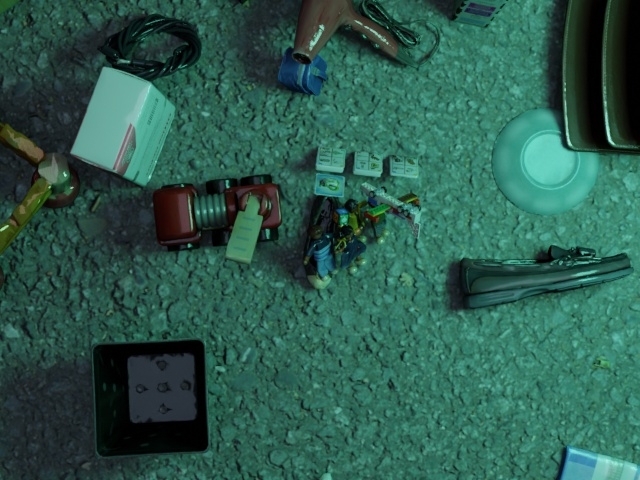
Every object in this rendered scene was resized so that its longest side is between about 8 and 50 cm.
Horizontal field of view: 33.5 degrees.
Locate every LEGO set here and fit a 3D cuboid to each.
[{"bbox_3d":[0.078,-0.080,1.805,0.182,0.244,0.060,6,120,-1],"label":"LEGO set"}]

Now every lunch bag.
[{"bbox_3d":[-0.025,-0.292,1.860,0.065,0.098,0.067,16,90,17],"label":"lunch bag"}]

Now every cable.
[{"bbox_3d":[-0.280,-0.335,1.832,0.184,0.047,0.150,-31,50,-34],"label":"cable"}]

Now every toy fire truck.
[{"bbox_3d":[-0.172,-0.031,1.771,0.217,0.246,0.159,-6,88,-2],"label":"toy fire truck"}]

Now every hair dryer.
[{"bbox_3d":[0.069,-0.381,1.827,0.293,0.080,0.224,-26,87,-25],"label":"hair dryer"}]

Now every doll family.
[{"bbox_3d":[0.045,-0.013,1.828,0.076,0.111,0.193,20,53,29],"label":"doll family"}]

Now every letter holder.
[{"bbox_3d":[0.540,-0.306,1.826,0.214,0.152,0.302,3,88,-12],"label":"letter holder"}]

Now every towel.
[{"bbox_3d":[0.543,0.499,1.878,0.285,0.034,0.209,17,87,-1],"label":"towel"}]

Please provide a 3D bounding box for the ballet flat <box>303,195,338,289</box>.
[{"bbox_3d":[0.000,0.000,1.872,0.057,0.049,0.173,3,88,-2],"label":"ballet flat"}]

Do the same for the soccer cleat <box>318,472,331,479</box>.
[{"bbox_3d":[-0.008,0.503,1.850,0.076,0.068,0.196,3,91,2],"label":"soccer cleat"}]

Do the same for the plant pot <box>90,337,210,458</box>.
[{"bbox_3d":[-0.276,0.257,1.800,0.188,0.167,0.188,-3,89,-1],"label":"plant pot"}]

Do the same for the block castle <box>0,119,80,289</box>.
[{"bbox_3d":[-0.664,-0.127,1.788,0.453,0.213,0.303,37,76,-6],"label":"block castle"}]

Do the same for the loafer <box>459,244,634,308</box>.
[{"bbox_3d":[0.391,0.048,1.856,0.302,0.109,0.095,-12,84,1],"label":"loafer"}]

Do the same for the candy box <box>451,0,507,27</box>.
[{"bbox_3d":[0.285,-0.468,1.802,0.071,0.233,0.159,12,87,-1],"label":"candy box"}]

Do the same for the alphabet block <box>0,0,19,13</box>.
[{"bbox_3d":[-0.560,-0.523,1.803,0.193,0.197,0.192,-38,89,-2],"label":"alphabet block"}]

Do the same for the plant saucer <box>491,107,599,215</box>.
[{"bbox_3d":[0.405,-0.142,1.894,0.194,0.037,0.195,0,89,-1],"label":"plant saucer"}]

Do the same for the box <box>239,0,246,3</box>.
[{"bbox_3d":[-0.167,-0.600,1.741,0.179,0.343,0.312,-41,89,-4],"label":"box"}]

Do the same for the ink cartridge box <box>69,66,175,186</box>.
[{"bbox_3d":[-0.327,-0.186,1.787,0.092,0.218,0.159,21,88,5],"label":"ink cartridge box"}]
